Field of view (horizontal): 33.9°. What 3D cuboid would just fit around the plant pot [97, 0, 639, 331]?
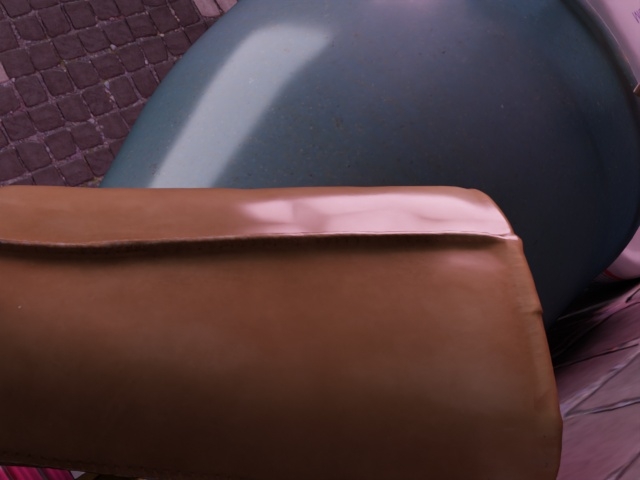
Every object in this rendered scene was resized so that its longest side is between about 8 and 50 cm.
[{"bbox_3d":[0.000,0.000,0.569,0.255,0.271,0.272,-46,9,-35],"label":"plant pot"}]

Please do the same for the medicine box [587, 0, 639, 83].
[{"bbox_3d":[0.258,-0.168,0.801,0.263,0.289,0.149,-28,-3,-31],"label":"medicine box"}]

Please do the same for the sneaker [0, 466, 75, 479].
[{"bbox_3d":[-0.242,0.211,0.722,0.111,0.103,0.252,-27,-1,37],"label":"sneaker"}]

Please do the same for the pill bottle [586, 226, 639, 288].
[{"bbox_3d":[0.146,-0.004,0.720,0.087,0.087,0.160,-28,8,-42],"label":"pill bottle"}]

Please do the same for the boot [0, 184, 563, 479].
[{"bbox_3d":[-0.068,-0.006,0.394,0.270,0.236,0.089,0,-34,-9],"label":"boot"}]

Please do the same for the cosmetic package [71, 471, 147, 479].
[{"bbox_3d":[-0.090,0.121,0.760,0.086,0.117,0.231,-28,1,21],"label":"cosmetic package"}]

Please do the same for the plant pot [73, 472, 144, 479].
[{"bbox_3d":[-0.094,0.139,0.365,0.083,0.081,0.081,-38,-4,25],"label":"plant pot"}]

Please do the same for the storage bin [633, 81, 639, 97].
[{"bbox_3d":[0.298,-0.101,0.406,0.262,0.123,0.260,-29,-2,-12],"label":"storage bin"}]
